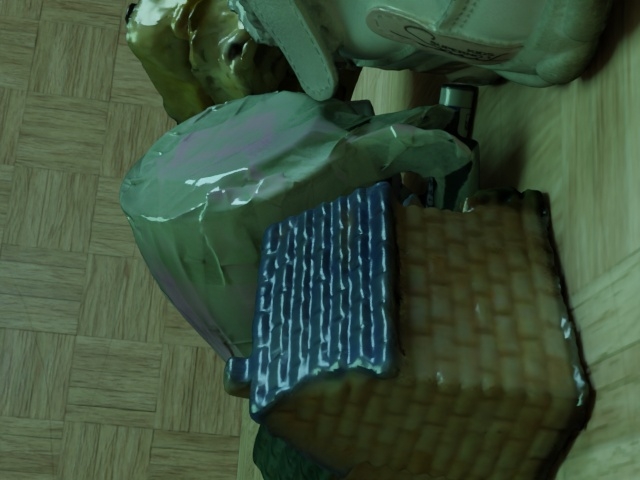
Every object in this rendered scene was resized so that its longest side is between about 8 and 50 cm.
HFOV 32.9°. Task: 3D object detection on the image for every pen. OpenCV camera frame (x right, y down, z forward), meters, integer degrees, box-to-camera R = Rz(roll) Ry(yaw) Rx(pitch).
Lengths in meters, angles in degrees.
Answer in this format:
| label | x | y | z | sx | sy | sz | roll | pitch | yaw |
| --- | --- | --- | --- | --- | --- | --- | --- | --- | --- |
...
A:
| label | x | y | z | sx | sy | sz | roll | pitch | yaw |
| --- | --- | --- | --- | --- | --- | --- | --- | --- | --- |
| pen | 0.087 | -0.014 | 0.800 | 0.025 | 0.025 | 0.204 | -124 | 41 | -78 |

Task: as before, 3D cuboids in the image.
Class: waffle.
| label | x | y | z | sx | sy | sz | roll | pitch | yaw |
| --- | --- | --- | --- | --- | --- | --- | --- | --- | --- |
| waffle | -0.022 | -0.247 | 0.919 | 0.261 | 0.114 | 0.376 | 60 | -133 | -63 |

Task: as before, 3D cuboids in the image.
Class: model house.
| label | x | y | z | sx | sy | sz | roll | pitch | yaw |
| --- | --- | --- | --- | --- | --- | --- | --- | --- | --- |
| model house | 0.029 | 0.072 | 0.608 | 0.166 | 0.172 | 0.182 | -93 | 12 | -46 |

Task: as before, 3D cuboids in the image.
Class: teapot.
| label | x | y | z | sx | sy | sz | roll | pitch | yaw |
| --- | --- | --- | --- | --- | --- | --- | --- | --- | --- |
| teapot | -0.005 | -0.006 | 0.731 | 0.163 | 0.222 | 0.178 | -118 | 8 | -61 |

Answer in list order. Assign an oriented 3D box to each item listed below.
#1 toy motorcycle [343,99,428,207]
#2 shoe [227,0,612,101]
| label | x | y | z | sx | sy | sz | roll | pitch | yaw |
| --- | --- | --- | --- | --- | --- | --- | --- | --- | --- |
| toy motorcycle | 0.031 | -0.025 | 0.908 | 0.204 | 0.108 | 0.239 | -93 | 12 | -51 |
| shoe | 0.042 | -0.170 | 0.615 | 0.351 | 0.198 | 0.171 | 153 | 121 | -82 |
